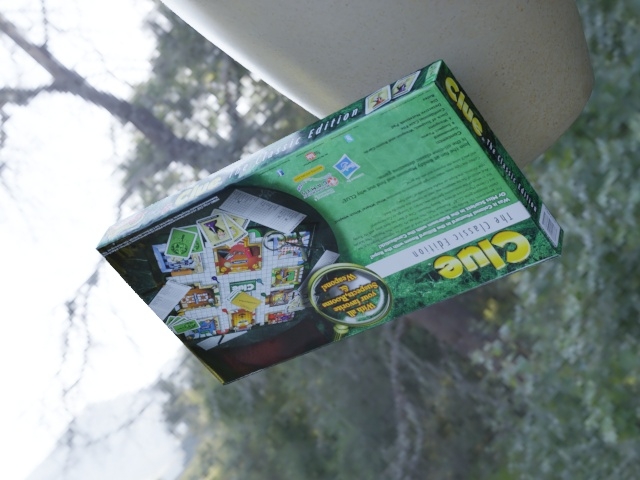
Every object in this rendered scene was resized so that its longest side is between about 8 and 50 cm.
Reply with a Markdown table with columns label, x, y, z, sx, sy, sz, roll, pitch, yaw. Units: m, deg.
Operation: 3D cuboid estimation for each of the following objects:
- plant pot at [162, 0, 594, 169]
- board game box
| label | x | y | z | sx | sy | sz | roll | pitch | yaw |
| --- | --- | --- | --- | --- | --- | --- | --- | --- | --- |
| plant pot | 0.043 | -0.168 | 0.795 | 0.256 | 0.274 | 0.256 | -35 | 22 | 16 |
| board game box | 0.000 | 0.000 | 0.765 | 0.259 | 0.136 | 0.030 | -23 | 27 | 30 |
